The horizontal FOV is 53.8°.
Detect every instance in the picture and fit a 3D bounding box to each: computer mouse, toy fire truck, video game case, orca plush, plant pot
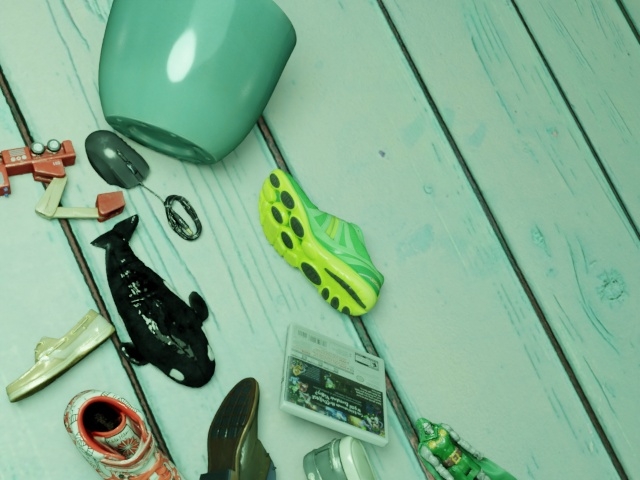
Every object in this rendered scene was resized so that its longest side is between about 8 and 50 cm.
[{"bbox_3d":[-0.287,-0.092,1.036,0.242,0.041,0.071,42,61,-8],"label":"computer mouse"},{"bbox_3d":[-0.414,-0.083,0.971,0.192,0.047,0.135,-16,82,-27],"label":"toy fire truck"},{"bbox_3d":[0.025,0.235,1.041,0.190,0.022,0.173,25,35,-16],"label":"video game case"},{"bbox_3d":[-0.241,0.091,0.962,0.151,0.102,0.287,-15,80,-28],"label":"orca plush"},{"bbox_3d":[-0.212,-0.261,0.996,0.293,0.293,0.235,21,80,-17],"label":"plant pot"}]

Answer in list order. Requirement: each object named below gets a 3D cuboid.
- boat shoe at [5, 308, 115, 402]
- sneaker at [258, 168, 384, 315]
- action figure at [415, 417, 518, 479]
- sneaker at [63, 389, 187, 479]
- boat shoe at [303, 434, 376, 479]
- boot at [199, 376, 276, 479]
[{"bbox_3d":[-0.380,0.161,0.903,0.059,0.063,0.170,50,51,0],"label":"boat shoe"},{"bbox_3d":[0.000,0.000,1.119,0.295,0.109,0.123,52,38,0],"label":"sneaker"},{"bbox_3d":[0.249,0.404,1.116,0.232,0.063,0.137,47,64,-1],"label":"action figure"},{"bbox_3d":[-0.248,0.315,0.862,0.090,0.145,0.270,-41,93,-29],"label":"sneaker"},{"bbox_3d":[0.059,0.473,1.002,0.099,0.116,0.320,-18,88,15],"label":"boat shoe"},{"bbox_3d":[-0.118,0.329,0.975,0.106,0.082,0.219,50,41,-37],"label":"boot"}]
